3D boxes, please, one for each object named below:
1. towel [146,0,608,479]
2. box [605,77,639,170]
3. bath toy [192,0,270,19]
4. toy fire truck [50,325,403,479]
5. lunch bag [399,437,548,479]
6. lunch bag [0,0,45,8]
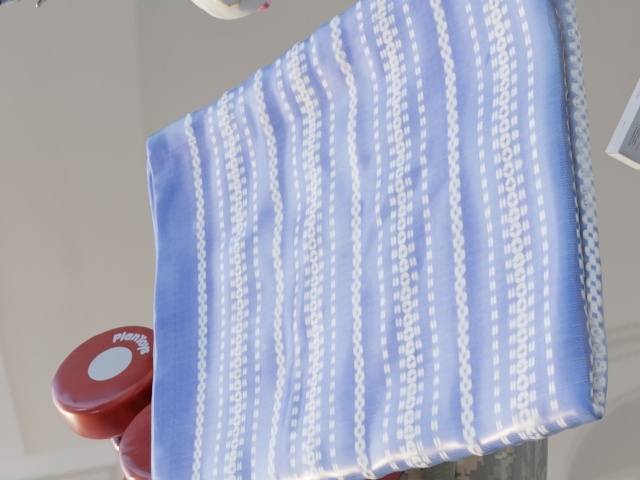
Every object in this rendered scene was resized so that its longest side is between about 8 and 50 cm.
[{"bbox_3d":[0.000,0.000,0.614,0.040,0.243,0.336,12,-23,-33],"label":"towel"},{"bbox_3d":[0.459,-0.131,1.493,0.186,0.038,0.145,26,-91,-14],"label":"box"},{"bbox_3d":[0.001,-0.359,1.259,0.348,0.129,0.151,-44,-82,3],"label":"bath toy"},{"bbox_3d":[-0.046,0.138,0.984,0.254,0.302,0.169,-36,-56,-20],"label":"toy fire truck"},{"bbox_3d":[0.048,0.233,1.096,0.287,0.235,0.169,-1,-14,24],"label":"lunch bag"},{"bbox_3d":[-0.302,-0.329,1.005,0.243,0.115,0.303,-30,-73,-23],"label":"lunch bag"}]
